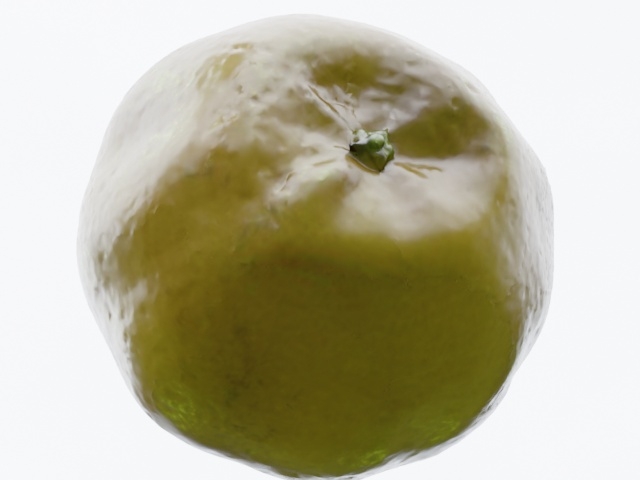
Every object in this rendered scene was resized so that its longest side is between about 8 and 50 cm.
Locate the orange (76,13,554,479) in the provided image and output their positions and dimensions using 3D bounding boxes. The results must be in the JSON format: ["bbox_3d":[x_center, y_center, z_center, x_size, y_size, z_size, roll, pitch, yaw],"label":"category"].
[{"bbox_3d":[0.000,0.000,1.071,0.279,0.279,0.235,7,-21,-7],"label":"orange"}]
